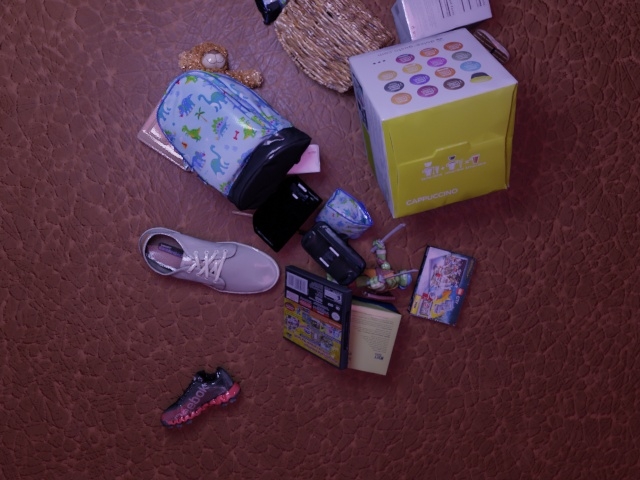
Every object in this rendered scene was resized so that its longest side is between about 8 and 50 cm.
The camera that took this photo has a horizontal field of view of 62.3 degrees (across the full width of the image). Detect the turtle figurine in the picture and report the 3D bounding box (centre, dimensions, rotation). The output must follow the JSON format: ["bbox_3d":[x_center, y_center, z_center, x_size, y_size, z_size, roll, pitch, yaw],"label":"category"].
[{"bbox_3d":[0.150,0.072,1.637,0.266,0.274,0.197,-6,64,2],"label":"turtle figurine"}]

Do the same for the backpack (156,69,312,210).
[{"bbox_3d":[-0.254,-0.291,1.400,0.290,0.273,0.355,-45,71,28],"label":"backpack"}]

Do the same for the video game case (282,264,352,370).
[{"bbox_3d":[-0.016,0.229,1.615,0.035,0.275,0.248,-11,111,-42],"label":"video game case"}]

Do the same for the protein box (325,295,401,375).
[{"bbox_3d":[0.127,0.294,1.693,0.200,0.136,0.201,13,97,-5],"label":"protein box"}]

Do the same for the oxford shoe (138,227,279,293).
[{"bbox_3d":[-0.349,0.071,1.641,0.449,0.130,0.169,16,95,-7],"label":"oxford shoe"}]

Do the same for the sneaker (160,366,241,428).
[{"bbox_3d":[-0.404,0.500,1.715,0.276,0.097,0.135,-27,99,-1],"label":"sneaker"}]

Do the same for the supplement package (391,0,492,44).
[{"bbox_3d":[0.353,-0.673,1.563,0.244,0.139,0.133,-18,100,-2],"label":"supplement package"}]

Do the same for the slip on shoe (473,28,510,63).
[{"bbox_3d":[0.530,-0.603,1.634,0.135,0.051,0.041,38,55,0],"label":"slip on shoe"}]

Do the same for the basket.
[{"bbox_3d":[0.037,-0.607,1.580,0.299,0.223,0.213,41,127,-8],"label":"basket"}]

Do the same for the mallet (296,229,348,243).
[{"bbox_3d":[0.000,0.000,1.668,0.190,0.039,0.062,9,118,24],"label":"mallet"}]

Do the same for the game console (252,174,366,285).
[{"bbox_3d":[-0.030,-0.007,1.567,0.361,0.044,0.213,45,107,7],"label":"game console"}]

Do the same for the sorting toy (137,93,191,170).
[{"bbox_3d":[-0.425,-0.346,1.624,0.193,0.038,0.208,34,90,-7],"label":"sorting toy"}]

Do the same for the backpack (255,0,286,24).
[{"bbox_3d":[-0.152,-0.715,1.549,0.084,0.105,0.114,-28,91,-6],"label":"backpack"}]

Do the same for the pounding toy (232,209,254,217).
[{"bbox_3d":[-0.207,-0.137,1.634,0.181,0.094,0.206,-35,98,2],"label":"pounding toy"}]

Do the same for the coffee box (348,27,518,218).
[{"bbox_3d":[0.299,-0.318,1.448,0.338,0.334,0.338,-15,135,0],"label":"coffee box"}]

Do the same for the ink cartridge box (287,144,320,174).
[{"bbox_3d":[-0.075,-0.238,1.577,0.140,0.190,0.082,-4,99,-1],"label":"ink cartridge box"}]

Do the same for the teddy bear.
[{"bbox_3d":[-0.285,-0.426,1.562,0.245,0.113,0.338,-6,92,-10],"label":"teddy bear"}]

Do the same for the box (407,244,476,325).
[{"bbox_3d":[0.394,0.147,1.732,0.159,0.044,0.233,15,97,-5],"label":"box"}]

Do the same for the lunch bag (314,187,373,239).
[{"bbox_3d":[0.077,-0.072,1.631,0.151,0.129,0.096,37,63,-3],"label":"lunch bag"}]
